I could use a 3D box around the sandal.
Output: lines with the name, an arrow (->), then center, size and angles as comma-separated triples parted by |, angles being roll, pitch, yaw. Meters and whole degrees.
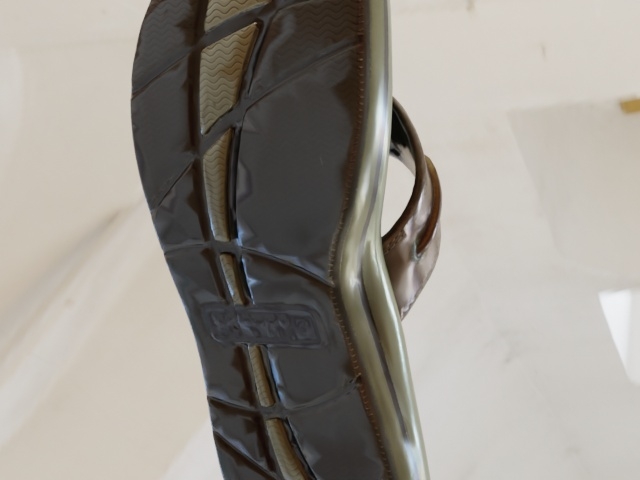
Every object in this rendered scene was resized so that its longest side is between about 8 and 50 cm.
sandal -> -0.001, 0.001, 0.642 | 0.120, 0.086, 0.303 | 10, -63, 36
